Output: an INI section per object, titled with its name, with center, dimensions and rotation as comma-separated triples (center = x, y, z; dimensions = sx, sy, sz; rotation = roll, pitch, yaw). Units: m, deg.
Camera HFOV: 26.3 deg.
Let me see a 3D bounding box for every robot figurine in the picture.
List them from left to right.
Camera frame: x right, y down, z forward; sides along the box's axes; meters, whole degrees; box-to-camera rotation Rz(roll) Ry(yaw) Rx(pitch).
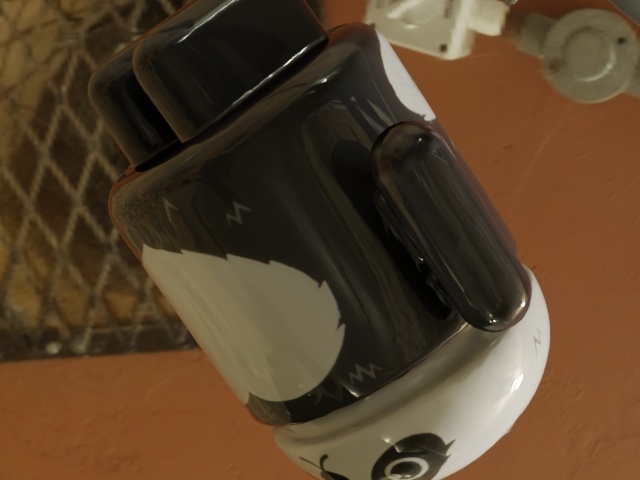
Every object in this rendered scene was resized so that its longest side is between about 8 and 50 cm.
[robot figurine]
center = -0.001, 0.001, 0.714
dimensions = 0.173, 0.209, 0.278
rotation = -32, -78, 8

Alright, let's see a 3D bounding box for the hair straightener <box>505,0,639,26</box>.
[hair straightener]
center = 0.084, -0.145, 0.559
dimensions = 0.230, 0.089, 0.047
rotation = 32, -38, -26
